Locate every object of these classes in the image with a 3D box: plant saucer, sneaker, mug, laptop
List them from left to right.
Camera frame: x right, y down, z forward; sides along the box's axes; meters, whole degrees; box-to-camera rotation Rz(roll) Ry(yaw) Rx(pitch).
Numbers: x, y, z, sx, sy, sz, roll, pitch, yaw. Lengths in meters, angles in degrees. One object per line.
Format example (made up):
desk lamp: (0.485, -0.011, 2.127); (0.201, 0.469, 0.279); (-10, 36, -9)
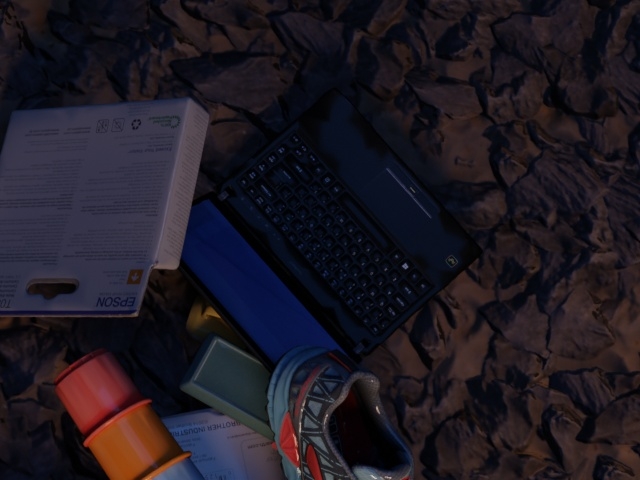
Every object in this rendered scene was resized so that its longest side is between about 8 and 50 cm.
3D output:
mug: (-0.096, 0.076, 1.733); (0.064, 0.078, 0.062); (19, 45, 1)
plant saucer: (-0.036, 0.158, 1.689); (0.192, 0.018, 0.067); (30, 66, -3)
laptop: (0.000, 0.000, 1.743); (0.264, 0.136, 0.234); (-41, 86, -11)
sneaker: (0.030, 0.225, 1.598); (0.104, 0.125, 0.262); (-25, 105, -34)

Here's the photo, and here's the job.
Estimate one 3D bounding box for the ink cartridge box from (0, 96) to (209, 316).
ink cartridge box: (-0.224, -0.023, 1.675); (0.223, 0.045, 0.224); (-1, 66, 31)

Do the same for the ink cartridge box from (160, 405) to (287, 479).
ink cartridge box: (-0.067, 0.309, 1.669); (0.185, 0.065, 0.311); (-9, 72, -18)

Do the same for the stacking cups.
stacking cups: (-0.129, 0.238, 1.591); (0.096, 0.096, 0.316); (-32, 83, -21)
